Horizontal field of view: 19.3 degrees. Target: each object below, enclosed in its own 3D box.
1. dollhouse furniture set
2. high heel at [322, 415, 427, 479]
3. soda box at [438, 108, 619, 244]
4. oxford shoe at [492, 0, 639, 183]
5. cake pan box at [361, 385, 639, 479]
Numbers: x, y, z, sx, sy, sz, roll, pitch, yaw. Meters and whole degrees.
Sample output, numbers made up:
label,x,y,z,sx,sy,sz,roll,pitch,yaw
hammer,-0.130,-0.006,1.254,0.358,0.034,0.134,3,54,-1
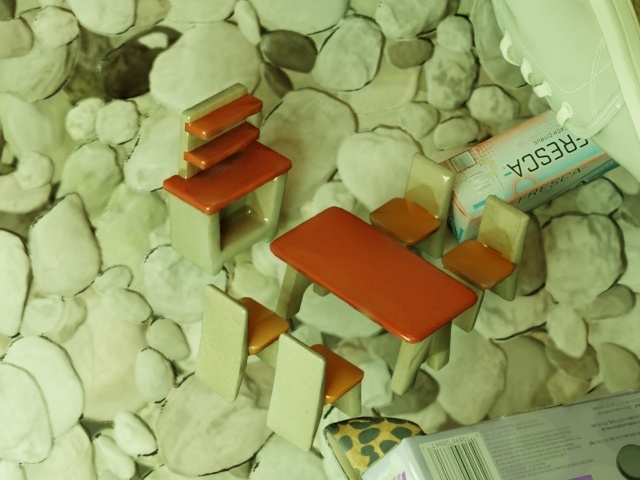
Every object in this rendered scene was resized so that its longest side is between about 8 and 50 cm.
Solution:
label,x,y,z,sx,sy,sz,roll,pitch,yaw
dollhouse furniture set,0.000,0.000,1.467,0.259,0.135,0.262,32,44,28
high heel,0.048,0.256,1.368,0.186,0.093,0.261,26,55,2
soda box,0.184,-0.067,1.592,0.183,0.063,0.058,-26,73,-13
oxford shoe,0.222,-0.157,1.537,0.130,0.169,0.449,-32,78,26
cake pan box,0.180,0.241,1.339,0.266,0.070,0.246,-8,64,-39
